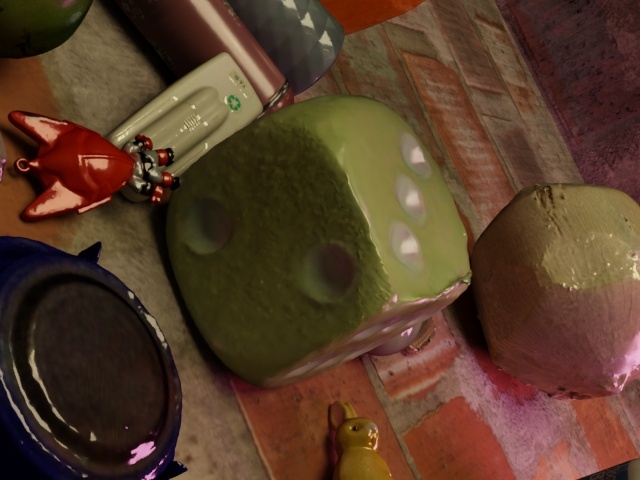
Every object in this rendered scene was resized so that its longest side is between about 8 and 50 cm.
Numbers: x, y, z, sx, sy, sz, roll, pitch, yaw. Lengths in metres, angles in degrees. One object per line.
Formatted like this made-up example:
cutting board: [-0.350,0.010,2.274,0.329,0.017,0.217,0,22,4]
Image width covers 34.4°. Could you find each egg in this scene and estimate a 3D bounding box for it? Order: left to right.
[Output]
egg: [0.083,0.096,1.355,0.103,0.103,0.135,60,25,-3]

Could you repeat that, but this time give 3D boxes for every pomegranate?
pomegranate: [-0.308,-0.236,0.944,0.180,0.180,0.210,48,66,-26]

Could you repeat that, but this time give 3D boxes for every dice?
dice: [0.000,0.000,1.137,0.252,0.254,0.250,-7,68,-60]

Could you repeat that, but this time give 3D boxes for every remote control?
remote control: [-0.150,-0.129,1.151,0.090,0.049,0.230,55,45,-12]

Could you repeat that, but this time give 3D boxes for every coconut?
coconut: [0.422,0.092,1.709,0.346,0.346,0.360,41,27,-35]

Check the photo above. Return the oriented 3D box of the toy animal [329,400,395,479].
toy animal: [0.040,0.243,1.186,0.083,0.070,0.159,37,30,-37]

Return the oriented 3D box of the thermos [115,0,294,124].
thermos: [-0.132,-0.218,1.298,0.330,0.136,0.109,51,56,-19]

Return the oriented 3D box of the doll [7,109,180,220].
doll: [-0.216,-0.072,1.007,0.169,0.057,0.109,-3,74,-33]

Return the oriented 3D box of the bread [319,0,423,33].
bread: [0.032,-0.468,1.532,0.361,0.394,0.250,38,50,-44]

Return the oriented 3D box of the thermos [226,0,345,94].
thermos: [-0.110,-0.336,1.405,0.286,0.145,0.182,44,-1,-30]

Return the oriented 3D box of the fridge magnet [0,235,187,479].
fridge magnet: [-0.207,0.115,0.811,0.265,0.112,0.266,39,36,-35]

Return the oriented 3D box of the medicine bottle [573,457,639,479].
medicine bottle: [0.404,0.397,1.425,0.157,0.288,0.157,42,32,-34]

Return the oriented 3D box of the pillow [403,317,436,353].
pillow: [0.105,0.062,1.508,0.211,0.034,0.135,61,25,-5]

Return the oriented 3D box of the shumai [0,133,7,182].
shumai: [-0.350,-0.092,0.766,0.184,0.218,0.186,-35,134,-60]
